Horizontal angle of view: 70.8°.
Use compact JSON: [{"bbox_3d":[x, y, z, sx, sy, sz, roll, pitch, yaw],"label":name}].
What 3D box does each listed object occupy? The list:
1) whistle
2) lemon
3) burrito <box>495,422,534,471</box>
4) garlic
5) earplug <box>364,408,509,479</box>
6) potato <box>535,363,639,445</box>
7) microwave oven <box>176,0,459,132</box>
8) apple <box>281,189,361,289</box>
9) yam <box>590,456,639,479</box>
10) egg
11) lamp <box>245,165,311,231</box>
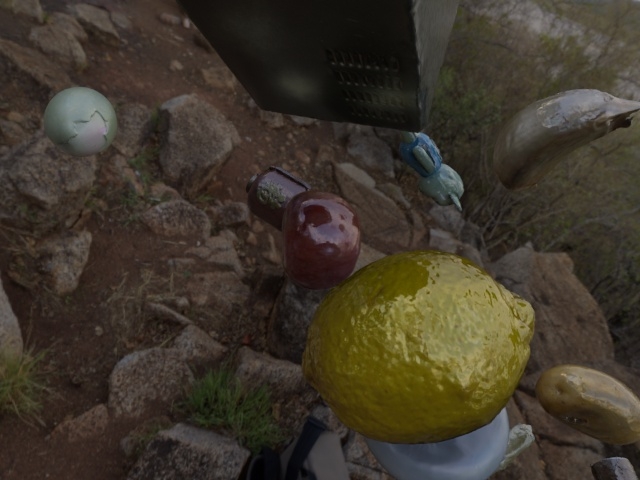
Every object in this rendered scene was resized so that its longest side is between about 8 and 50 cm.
[{"bbox_3d":[0.195,-0.152,0.853,0.236,0.077,0.114,50,20,-17],"label":"whistle"},{"bbox_3d":[0.104,0.112,0.490,0.259,0.204,0.204,-15,39,1],"label":"lemon"},{"bbox_3d":[0.431,0.484,1.043,0.188,0.045,0.058,-22,90,-28],"label":"burrito"},{"bbox_3d":[0.514,-0.234,0.974,0.196,0.338,0.151,11,58,-25],"label":"garlic"},{"bbox_3d":[0.158,0.190,0.672,0.213,0.175,0.326,-6,69,4],"label":"earplug"},{"bbox_3d":[0.561,0.336,0.941,0.233,0.150,0.146,31,28,-5],"label":"potato"},{"bbox_3d":[0.044,-0.384,0.476,0.236,0.433,0.374,14,-7,16],"label":"microwave oven"},{"bbox_3d":[0.000,0.000,0.694,0.119,0.154,0.154,2,36,-8],"label":"apple"},{"bbox_3d":[0.541,0.469,0.799,0.079,0.079,0.141,16,43,-11],"label":"yam"},{"bbox_3d":[-0.673,-0.324,1.257,0.182,0.183,0.217,16,38,-11],"label":"egg"},{"bbox_3d":[-0.119,-0.128,1.434,0.257,0.180,0.180,30,33,15],"label":"lamp"}]
